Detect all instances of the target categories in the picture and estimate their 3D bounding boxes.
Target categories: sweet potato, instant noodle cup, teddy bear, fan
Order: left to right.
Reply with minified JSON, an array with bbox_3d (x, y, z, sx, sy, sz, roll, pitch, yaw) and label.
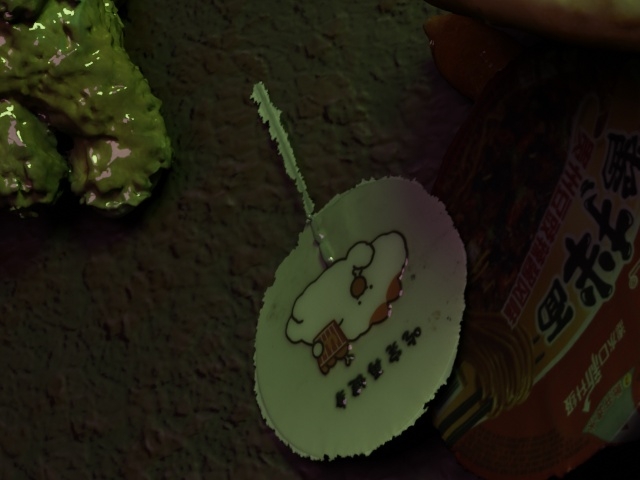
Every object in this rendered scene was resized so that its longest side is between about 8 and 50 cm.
[{"bbox_3d":[-0.256,-0.116,1.261,0.256,0.156,0.267,-26,59,14],"label":"teddy bear"},{"bbox_3d":[-0.001,0.000,1.137,0.191,0.009,0.329,-44,45,26],"label":"fan"},{"bbox_3d":[0.136,-0.096,1.124,0.195,0.056,0.056,37,85,30],"label":"sweet potato"},{"bbox_3d":[0.160,0.016,1.002,0.274,0.091,0.274,-32,51,52],"label":"instant noodle cup"}]

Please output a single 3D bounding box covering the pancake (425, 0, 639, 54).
[{"bbox_3d":[0.223,-0.174,0.992,0.387,0.082,0.387,-1,23,0],"label":"pancake"}]
